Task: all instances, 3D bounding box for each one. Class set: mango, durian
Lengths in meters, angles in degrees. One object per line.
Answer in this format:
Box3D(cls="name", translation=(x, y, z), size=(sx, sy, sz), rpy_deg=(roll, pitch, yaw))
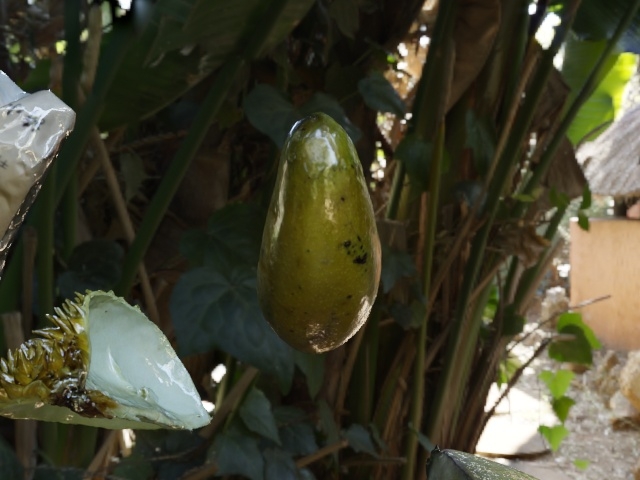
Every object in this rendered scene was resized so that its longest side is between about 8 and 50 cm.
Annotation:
Box3D(cls="mango", translation=(0.004, 0.006, 0.823), size=(0.176, 0.329, 0.176), rpy_deg=(-20, 54, -26))
Box3D(cls="durian", translation=(-0.196, 0.123, 0.605), size=(0.139, 0.144, 0.252), rpy_deg=(19, -19, 21))

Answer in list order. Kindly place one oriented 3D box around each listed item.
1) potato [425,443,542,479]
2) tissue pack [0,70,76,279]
Box3D(cls="potato", translation=(0.140, 0.238, 0.431), size=(0.098, 0.138, 0.243), rpy_deg=(11, -2, -6))
Box3D(cls="tissue pack", translation=(-0.454, -0.083, 0.720), size=(0.375, 0.390, 0.195), rpy_deg=(43, 23, 16))
